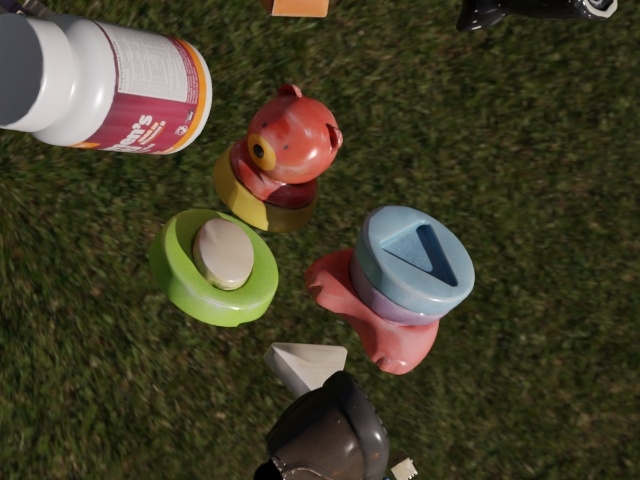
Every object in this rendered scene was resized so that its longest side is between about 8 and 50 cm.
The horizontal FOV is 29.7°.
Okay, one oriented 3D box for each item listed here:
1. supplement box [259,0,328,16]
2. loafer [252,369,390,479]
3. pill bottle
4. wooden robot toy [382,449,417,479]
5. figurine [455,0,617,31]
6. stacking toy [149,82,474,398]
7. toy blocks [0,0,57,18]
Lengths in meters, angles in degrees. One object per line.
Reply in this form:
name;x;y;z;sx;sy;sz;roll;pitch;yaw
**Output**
supplement box;-0.058;-0.362;1.538;0.078;0.233;0.080;-3;121;-21
loafer;-0.010;0.161;0.768;0.078;0.080;0.220;-20;143;-18
pill bottle;-0.213;-0.147;1.133;0.221;0.121;0.121;-1;94;-57
wooden robot toy;0.056;0.346;1.524;0.173;0.076;0.079;-39;110;-21
figurine;0.252;-0.368;1.484;0.092;0.209;0.215;1;90;-46
stacking toy;0.000;0.000;1.201;0.309;0.130;0.279;40;38;6
toy blocks;-0.490;-0.212;1.356;0.260;0.288;0.309;36;87;-4
